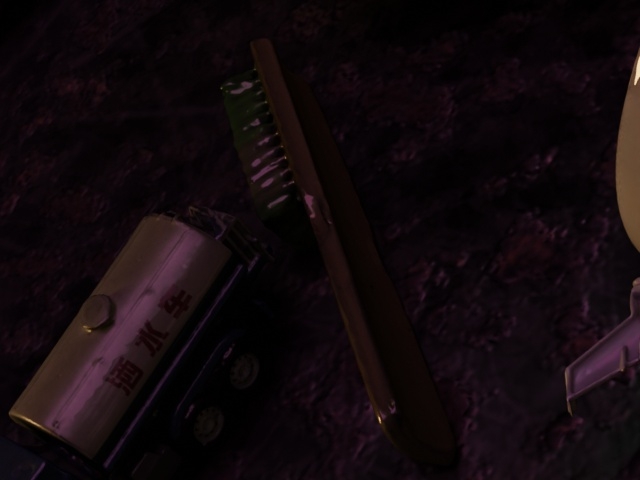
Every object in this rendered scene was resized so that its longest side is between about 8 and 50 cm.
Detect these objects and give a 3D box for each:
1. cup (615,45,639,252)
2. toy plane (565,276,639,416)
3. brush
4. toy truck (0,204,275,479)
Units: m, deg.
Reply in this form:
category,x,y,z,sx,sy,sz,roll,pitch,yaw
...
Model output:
category,x,y,z,sx,sy,sz,roll,pitch,yaw
cup,0.292,-0.063,0.391,0.274,0.259,0.357,41,112,30
toy plane,0.177,0.025,0.592,0.162,0.065,0.171,-6,56,16
brush,0.000,0.000,0.736,0.048,0.054,0.282,-37,42,15
toy truck,-0.094,0.074,0.712,0.074,0.088,0.202,18,67,40
